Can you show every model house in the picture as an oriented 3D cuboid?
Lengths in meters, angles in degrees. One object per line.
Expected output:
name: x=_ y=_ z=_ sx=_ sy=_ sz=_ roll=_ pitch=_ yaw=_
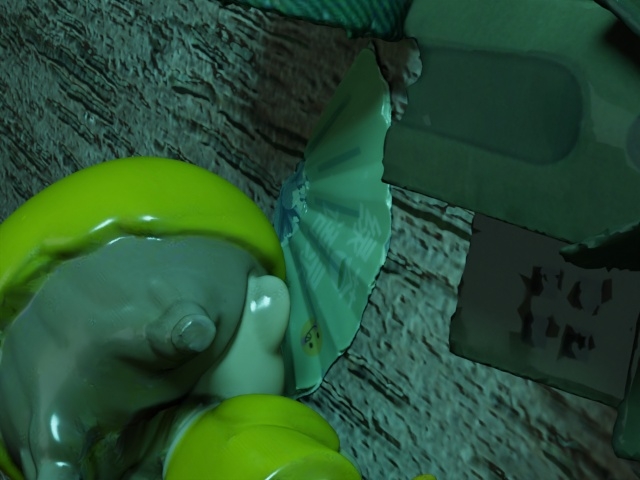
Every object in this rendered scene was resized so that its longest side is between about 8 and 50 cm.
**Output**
model house: x=0.167 y=-0.022 z=0.508 sx=0.243 sy=0.204 sz=0.211 roll=17 pitch=101 yaw=43

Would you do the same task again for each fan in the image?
fan: x=0.000 y=0.000 z=0.962 sx=0.131 sy=0.009 sz=0.240 roll=50 pitch=128 yaw=48

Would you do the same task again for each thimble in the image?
thimble: x=-0.005 y=-0.159 z=0.882 sx=0.135 sy=0.119 sz=0.090 roll=-144 pitch=66 yaw=-74

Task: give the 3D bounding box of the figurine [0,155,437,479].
figurine: x=-0.069 y=0.094 z=0.897 sx=0.215 sy=0.187 sz=0.344 roll=-51 pitch=48 yaw=4
